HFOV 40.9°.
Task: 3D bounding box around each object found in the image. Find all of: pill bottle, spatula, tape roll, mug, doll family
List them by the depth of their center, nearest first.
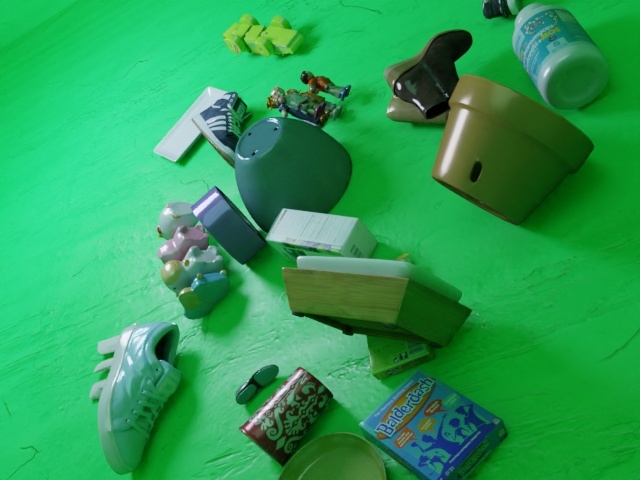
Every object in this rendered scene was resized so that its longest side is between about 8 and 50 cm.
[{"bbox_3d":[-0.074,0.332,1.682,0.169,0.113,0.150,-49,42,-13],"label":"mug"},{"bbox_3d":[0.503,-0.408,1.845,0.146,0.146,0.264,-30,41,14],"label":"pill bottle"},{"bbox_3d":[-0.219,-0.036,2.054,0.080,0.189,0.189,-43,40,0],"label":"tape roll"},{"bbox_3d":[-0.457,0.291,2.092,0.242,0.019,0.168,-17,45,21],"label":"spatula"},{"bbox_3d":[-0.046,-0.347,2.192,0.163,0.118,0.263,23,31,15],"label":"doll family"}]

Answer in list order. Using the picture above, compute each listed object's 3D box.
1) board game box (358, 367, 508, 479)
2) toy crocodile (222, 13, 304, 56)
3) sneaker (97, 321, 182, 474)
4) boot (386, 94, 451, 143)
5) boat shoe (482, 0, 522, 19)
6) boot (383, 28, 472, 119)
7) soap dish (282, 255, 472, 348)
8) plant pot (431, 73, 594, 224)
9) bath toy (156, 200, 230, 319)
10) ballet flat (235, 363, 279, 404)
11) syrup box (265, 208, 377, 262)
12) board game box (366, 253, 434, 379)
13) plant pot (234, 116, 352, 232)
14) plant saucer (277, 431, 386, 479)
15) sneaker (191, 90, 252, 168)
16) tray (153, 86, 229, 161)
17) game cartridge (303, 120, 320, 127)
[{"bbox_3d":[0.193,0.330,1.495,0.160,0.047,0.210,-41,38,-19],"label":"board game box"},{"bbox_3d":[-0.180,-0.610,2.607,0.340,0.105,0.115,17,66,40],"label":"toy crocodile"},{"bbox_3d":[-0.389,0.333,1.909,0.150,0.135,0.366,-16,53,22],"label":"sneaker"},{"bbox_3d":[0.261,-0.279,1.975,0.269,0.089,0.236,15,53,44],"label":"boot"},{"bbox_3d":[0.449,-0.676,2.148,0.091,0.114,0.302,-9,49,25],"label":"boat shoe"},{"bbox_3d":[0.288,-0.377,1.961,0.248,0.090,0.207,-29,47,-11],"label":"boot"},{"bbox_3d":[0.100,0.115,1.607,0.291,0.229,0.118,4,75,39],"label":"soap dish"},{"bbox_3d":[0.352,-0.163,1.672,0.291,0.291,0.203,33,95,49],"label":"plant pot"},{"bbox_3d":[-0.337,0.040,2.142,0.151,0.129,0.348,-3,38,-23],"label":"bath toy"},{"bbox_3d":[-0.137,0.299,1.816,0.114,0.041,0.041,-42,40,-2],"label":"ballet flat"},{"bbox_3d":[0.000,0.000,1.924,0.237,0.093,0.096,8,61,42],"label":"syrup box"},{"bbox_3d":[0.148,0.147,1.724,0.124,0.039,0.259,-24,46,19],"label":"board game box"},{"bbox_3d":[-0.096,-0.186,2.085,0.290,0.195,0.290,-21,45,23],"label":"plant pot"},{"bbox_3d":[0.019,0.464,1.546,0.241,0.037,0.241,-22,44,23],"label":"plant saucer"},{"bbox_3d":[-0.247,-0.316,2.394,0.153,0.099,0.282,-38,43,-3],"label":"sneaker"},{"bbox_3d":[-0.376,-0.344,2.571,0.145,0.030,0.270,26,73,47],"label":"tray"},{"bbox_3d":[-0.035,-0.298,2.273,0.083,0.017,0.056,-37,37,6],"label":"game cartridge"}]
